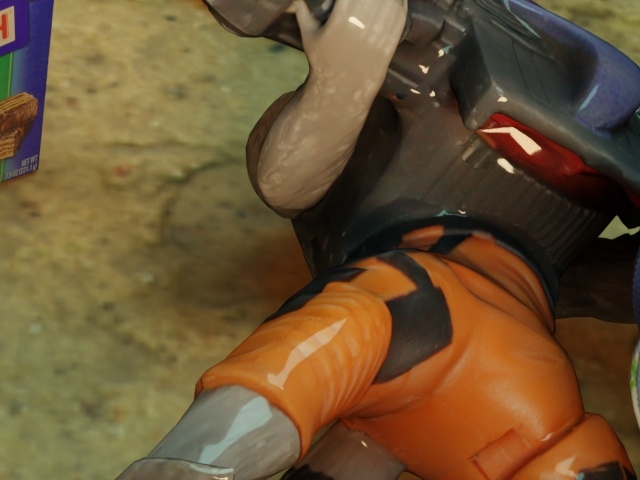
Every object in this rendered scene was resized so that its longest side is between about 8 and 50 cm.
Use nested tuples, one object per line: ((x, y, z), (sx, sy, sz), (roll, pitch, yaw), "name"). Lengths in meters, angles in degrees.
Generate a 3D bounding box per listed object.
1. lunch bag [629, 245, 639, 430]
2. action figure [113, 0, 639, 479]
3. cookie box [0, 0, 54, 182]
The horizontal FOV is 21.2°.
((0.240, 0.036, 0.436), (0.243, 0.303, 0.115), (54, 17, -6), "lunch bag")
((0.000, 0.000, 0.552), (0.341, 0.178, 0.330), (34, 38, -16), "action figure")
((-0.144, -0.060, 0.610), (0.092, 0.107, 0.040), (-23, 57, -31), "cookie box")
